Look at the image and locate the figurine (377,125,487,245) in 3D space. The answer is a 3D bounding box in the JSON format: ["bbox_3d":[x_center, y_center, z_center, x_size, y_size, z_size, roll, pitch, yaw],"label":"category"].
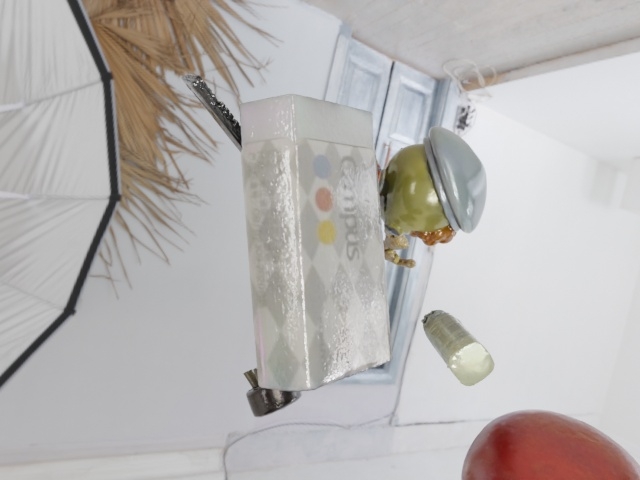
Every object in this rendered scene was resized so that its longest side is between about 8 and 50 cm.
[{"bbox_3d":[0.136,-0.107,0.803,0.381,0.225,0.205,-2,157,-4],"label":"figurine"}]

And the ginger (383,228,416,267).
[{"bbox_3d":[0.224,0.026,1.272,0.193,0.053,0.176,47,154,-18],"label":"ginger"}]

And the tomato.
[{"bbox_3d":[0.378,0.450,0.656,0.289,0.293,0.325,4,-148,33],"label":"tomato"}]

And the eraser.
[{"bbox_3d":[0.000,0.000,0.612,0.213,0.397,0.082,-4,180,-42],"label":"eraser"}]

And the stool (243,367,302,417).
[{"bbox_3d":[-0.116,0.361,1.012,0.125,0.121,0.217,-23,166,-7],"label":"stool"}]

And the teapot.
[{"bbox_3d":[0.273,0.212,0.821,0.107,0.077,0.200,50,-175,-9],"label":"teapot"}]

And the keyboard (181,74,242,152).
[{"bbox_3d":[-0.128,-0.160,0.650,0.072,0.023,0.231,38,169,50],"label":"keyboard"}]
